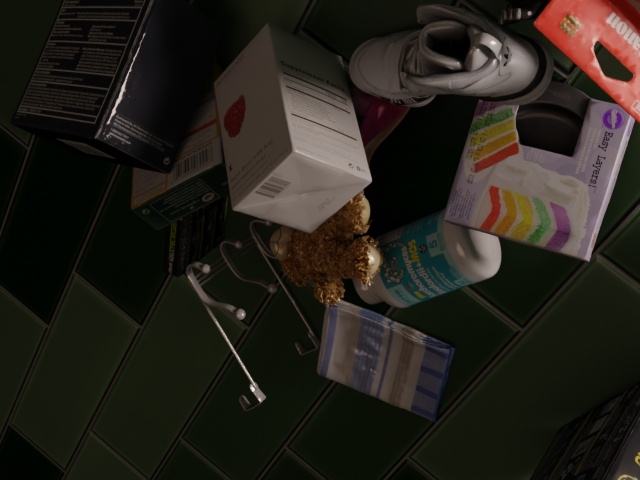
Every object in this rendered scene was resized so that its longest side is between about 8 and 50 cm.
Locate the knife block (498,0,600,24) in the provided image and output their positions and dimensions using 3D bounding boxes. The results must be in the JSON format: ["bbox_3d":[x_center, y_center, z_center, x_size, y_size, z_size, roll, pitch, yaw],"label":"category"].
[{"bbox_3d":[0.385,-0.383,1.281,0.276,0.242,0.088,-8,111,32],"label":"knife block"}]

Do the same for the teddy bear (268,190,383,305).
[{"bbox_3d":[0.000,0.000,1.677,0.338,0.113,0.245,24,125,56],"label":"teddy bear"}]

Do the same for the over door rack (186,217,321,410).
[{"bbox_3d":[-0.112,0.140,1.831,0.108,0.239,0.324,-10,108,38],"label":"over door rack"}]

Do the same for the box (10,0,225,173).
[{"bbox_3d":[-0.371,-0.300,1.662,0.296,0.183,0.293,14,82,42],"label":"box"}]

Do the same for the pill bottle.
[{"bbox_3d":[0.186,0.037,1.666,0.264,0.146,0.146,-25,100,36],"label":"pill bottle"}]

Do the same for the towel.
[{"bbox_3d":[0.127,0.249,1.878,0.285,0.034,0.209,21,123,19],"label":"towel"}]

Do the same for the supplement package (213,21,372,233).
[{"bbox_3d":[-0.055,-0.193,1.574,0.177,0.175,0.292,-40,47,36],"label":"supplement package"}]

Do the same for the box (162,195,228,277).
[{"bbox_3d":[-0.250,-0.046,1.844,0.045,0.184,0.190,19,123,15],"label":"box"}]

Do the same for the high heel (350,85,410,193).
[{"bbox_3d":[0.098,-0.159,1.662,0.117,0.082,0.244,19,112,24],"label":"high heel"}]

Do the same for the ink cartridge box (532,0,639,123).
[{"bbox_3d":[0.466,-0.312,1.254,0.275,0.060,0.239,36,90,-19],"label":"ink cartridge box"}]

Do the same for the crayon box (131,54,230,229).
[{"bbox_3d":[-0.251,-0.197,1.717,0.203,0.322,0.083,-25,138,20],"label":"crayon box"}]

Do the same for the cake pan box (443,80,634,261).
[{"bbox_3d":[0.355,-0.123,1.478,0.246,0.070,0.266,19,92,19],"label":"cake pan box"}]

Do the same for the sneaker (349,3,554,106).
[{"bbox_3d":[0.164,-0.294,1.435,0.366,0.210,0.137,10,91,37],"label":"sneaker"}]

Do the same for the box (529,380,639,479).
[{"bbox_3d":[0.443,0.418,1.524,0.097,0.395,0.318,43,141,4],"label":"box"}]
